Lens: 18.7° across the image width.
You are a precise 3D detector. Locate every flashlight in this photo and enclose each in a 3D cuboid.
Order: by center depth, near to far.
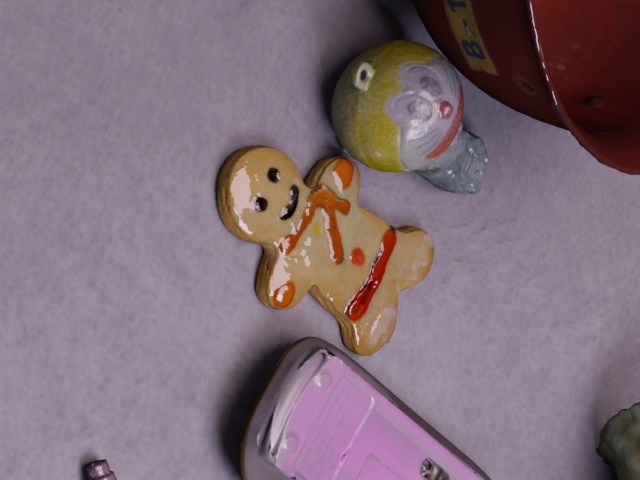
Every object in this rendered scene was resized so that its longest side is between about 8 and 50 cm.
[{"bbox_3d":[-0.166,0.231,1.582,0.031,0.052,0.110,-34,108,-70],"label":"flashlight"}]

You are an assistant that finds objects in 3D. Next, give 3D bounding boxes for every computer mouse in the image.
[{"bbox_3d":[0.046,0.212,1.715,0.310,0.072,0.158,41,66,-30],"label":"computer mouse"}]

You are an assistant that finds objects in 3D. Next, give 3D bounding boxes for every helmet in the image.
[{"bbox_3d":[0.200,-0.252,1.726,0.337,0.230,0.384,-41,124,-37],"label":"helmet"}]

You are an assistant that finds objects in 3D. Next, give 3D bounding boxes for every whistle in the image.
[{"bbox_3d":[0.095,-0.101,1.728,0.223,0.123,0.122,36,69,-47],"label":"whistle"}]

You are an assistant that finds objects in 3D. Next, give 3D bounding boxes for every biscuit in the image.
[{"bbox_3d":[0.000,0.000,1.705,0.234,0.030,0.153,41,66,-31],"label":"biscuit"}]

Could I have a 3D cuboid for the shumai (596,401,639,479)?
[{"bbox_3d":[0.432,0.317,1.867,0.395,0.395,0.348,31,52,-33],"label":"shumai"}]
